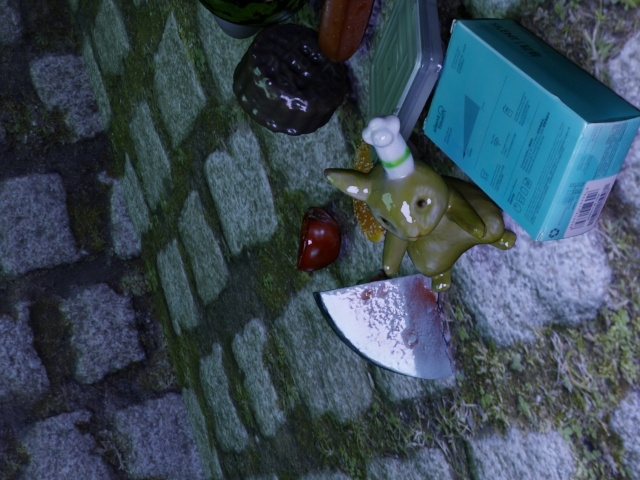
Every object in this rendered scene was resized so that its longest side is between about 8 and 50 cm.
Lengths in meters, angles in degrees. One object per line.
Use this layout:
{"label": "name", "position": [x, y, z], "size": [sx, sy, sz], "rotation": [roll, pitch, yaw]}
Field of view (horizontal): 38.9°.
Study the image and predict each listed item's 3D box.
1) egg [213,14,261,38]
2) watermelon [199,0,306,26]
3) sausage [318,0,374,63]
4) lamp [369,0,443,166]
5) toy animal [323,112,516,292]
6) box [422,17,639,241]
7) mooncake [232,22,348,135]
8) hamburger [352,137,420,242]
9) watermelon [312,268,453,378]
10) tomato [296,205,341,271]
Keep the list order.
{"label": "egg", "position": [-0.179, -0.549, 2.039], "size": [0.146, 0.146, 0.199], "rotation": [56, 154, 36]}
{"label": "watermelon", "position": [-0.136, -0.569, 1.813], "size": [0.285, 0.285, 0.285], "rotation": [32, 128, 54]}
{"label": "sausage", "position": [0.063, -0.479, 1.673], "size": [0.102, 0.102, 0.330], "rotation": [57, 147, 34]}
{"label": "lamp", "position": [0.139, -0.295, 1.542], "size": [0.269, 0.047, 0.267], "rotation": [113, 164, -51]}
{"label": "toy animal", "position": [0.149, -0.047, 1.416], "size": [0.181, 0.363, 0.181], "rotation": [-31, 61, 26]}
{"label": "box", "position": [0.299, -0.171, 1.331], "size": [0.311, 0.118, 0.205], "rotation": [51, 138, 41]}
{"label": "mooncake", "position": [-0.057, -0.328, 1.823], "size": [0.228, 0.228, 0.124], "rotation": [66, 149, 22]}
{"label": "hamburger", "position": [0.120, -0.101, 1.694], "size": [0.173, 0.116, 0.210], "rotation": [6, 102, 62]}
{"label": "watermelon", "position": [0.113, 0.115, 1.722], "size": [0.214, 0.289, 0.320], "rotation": [-50, 37, 20]}
{"label": "tomato", "position": [0.000, 0.000, 1.989], "size": [0.159, 0.091, 0.139], "rotation": [-97, 20, -63]}
